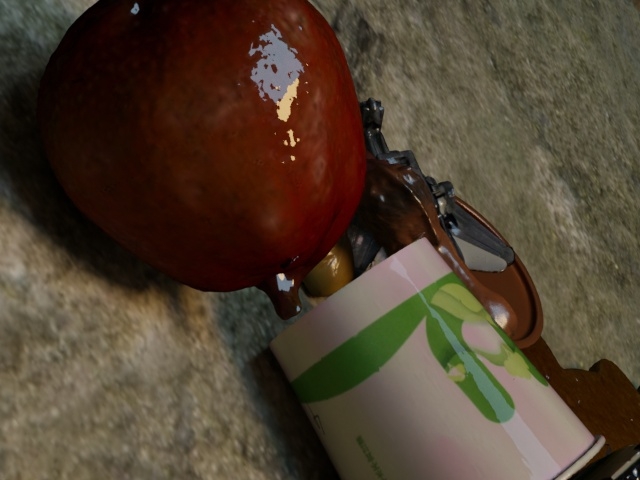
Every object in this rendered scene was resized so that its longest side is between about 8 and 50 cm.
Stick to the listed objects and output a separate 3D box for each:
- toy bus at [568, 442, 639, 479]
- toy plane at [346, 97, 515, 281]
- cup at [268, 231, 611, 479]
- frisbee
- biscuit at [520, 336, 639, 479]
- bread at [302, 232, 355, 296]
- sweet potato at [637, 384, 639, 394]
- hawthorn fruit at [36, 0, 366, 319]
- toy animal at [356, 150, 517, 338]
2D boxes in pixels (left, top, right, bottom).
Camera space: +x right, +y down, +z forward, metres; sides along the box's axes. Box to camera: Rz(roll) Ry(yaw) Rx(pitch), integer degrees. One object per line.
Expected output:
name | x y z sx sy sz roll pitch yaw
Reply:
toy bus | 0.220 0.328 1.494 0.305 0.179 0.143 -38 89 -18
toy plane | 0.084 -0.070 1.867 0.204 0.103 0.316 -7 55 -16
cup | 0.099 0.157 1.559 0.274 0.253 0.253 55 27 6
frisbee | 0.176 0.031 1.967 0.251 0.021 0.251 31 34 -24
biscuit | 0.300 0.230 1.991 0.432 0.064 0.283 15 41 -50
bread | 0.000 0.000 1.709 0.115 0.056 0.082 63 28 3
sweet potato | 0.457 0.266 2.232 0.077 0.077 0.244 45 23 -29
hawthorn fruit | -0.092 -0.104 1.430 0.311 0.295 0.295 42 33 -35
toy animal | 0.119 0.039 1.679 0.097 0.157 0.312 -37 86 -18
